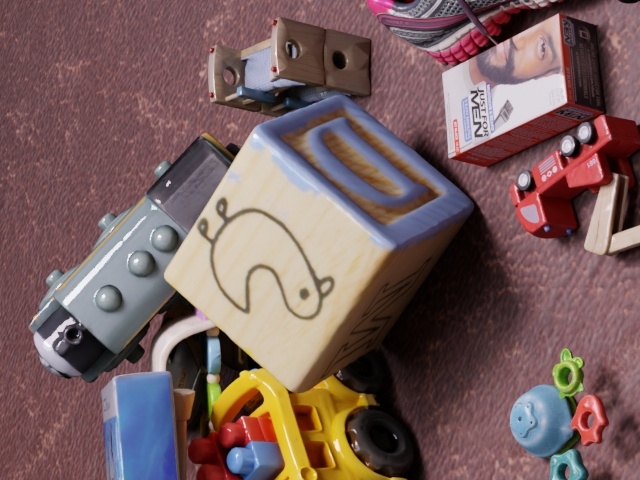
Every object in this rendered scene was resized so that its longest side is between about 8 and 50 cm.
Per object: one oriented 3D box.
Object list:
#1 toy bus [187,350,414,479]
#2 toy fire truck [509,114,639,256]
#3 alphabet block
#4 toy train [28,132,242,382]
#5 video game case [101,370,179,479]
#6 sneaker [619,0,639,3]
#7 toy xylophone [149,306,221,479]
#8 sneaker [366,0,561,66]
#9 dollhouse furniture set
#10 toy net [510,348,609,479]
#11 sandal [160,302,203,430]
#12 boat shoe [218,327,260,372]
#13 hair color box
[{"bbox_3d":[-0.039,0.196,1.959,0.149,0.211,0.220,-50,44,36],"label":"toy bus"},{"bbox_3d":[0.257,-0.036,1.753,0.192,0.047,0.135,-40,53,42],"label":"toy fire truck"},{"bbox_3d":[0.000,0.000,1.918,0.192,0.193,0.197,41,119,16],"label":"alphabet block"},{"bbox_3d":[-0.190,0.020,2.145,0.334,0.142,0.190,-46,0,-4],"label":"toy train"},{"bbox_3d":[-0.177,0.272,1.942,0.244,0.061,0.270,138,128,-79],"label":"video game case"},{"bbox_3d":[0.305,-0.301,1.751,0.170,0.051,0.089,-53,44,25],"label":"sneaker"},{"bbox_3d":[-0.130,0.230,2.072,0.236,0.081,0.323,-128,36,-74],"label":"toy xylophone"},{"bbox_3d":[0.166,-0.270,1.856,0.299,0.112,0.121,-37,38,41],"label":"sneaker"},{"bbox_3d":[-0.035,-0.126,2.094,0.129,0.129,0.184,-17,69,51],"label":"dollhouse furniture set"},{"bbox_3d":[0.234,0.219,1.728,0.122,0.045,0.232,-42,52,38],"label":"toy net"},{"bbox_3d":[-0.158,0.113,2.258,0.090,0.060,0.219,19,92,53],"label":"sandal"},{"bbox_3d":[-0.061,0.054,2.151,0.065,0.075,0.206,35,114,30],"label":"boat shoe"},{"bbox_3d":[0.190,-0.141,1.862,0.167,0.053,0.093,-24,62,47],"label":"hair color box"}]
